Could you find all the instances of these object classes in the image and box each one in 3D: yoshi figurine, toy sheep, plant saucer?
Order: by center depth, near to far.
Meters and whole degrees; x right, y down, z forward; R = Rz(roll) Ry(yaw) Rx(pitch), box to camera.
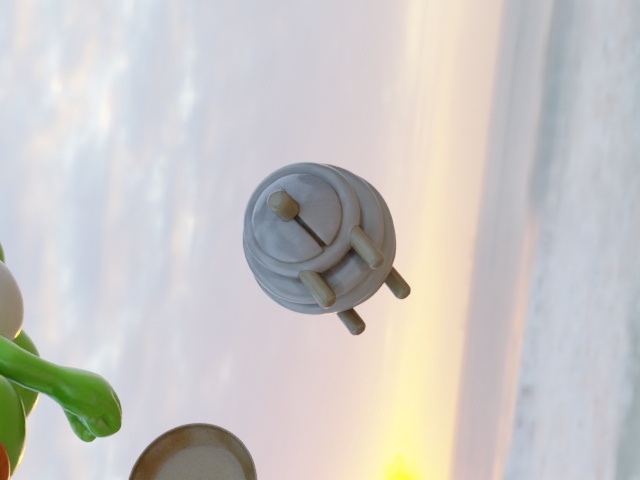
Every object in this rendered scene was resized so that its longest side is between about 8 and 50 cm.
[{"bbox_3d":[0.000,0.000,0.779,0.132,0.091,0.091,57,-141,-65],"label":"toy sheep"},{"bbox_3d":[-0.076,0.152,0.870,0.015,0.083,0.083,58,-143,-60],"label":"plant saucer"},{"bbox_3d":[-0.257,0.125,1.011,0.203,0.204,0.362,-60,19,23],"label":"yoshi figurine"}]
